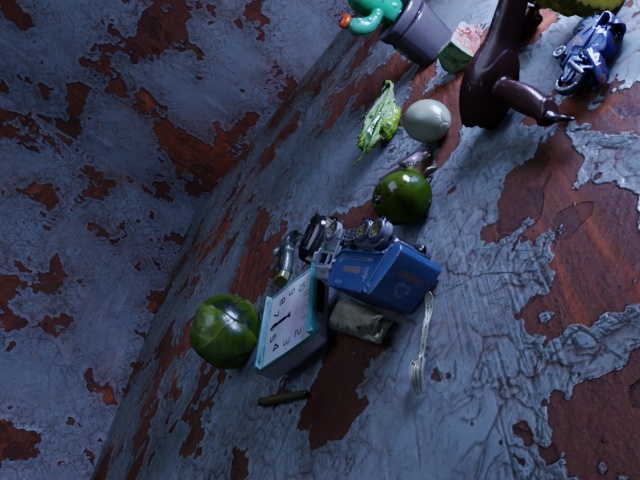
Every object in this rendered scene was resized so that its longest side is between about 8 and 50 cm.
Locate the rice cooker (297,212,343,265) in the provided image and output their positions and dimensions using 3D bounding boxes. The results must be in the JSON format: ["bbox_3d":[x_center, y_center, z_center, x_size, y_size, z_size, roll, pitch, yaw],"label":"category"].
[{"bbox_3d":[0.000,0.000,1.608,0.165,0.107,0.112,-70,19,-4],"label":"rice cooker"}]

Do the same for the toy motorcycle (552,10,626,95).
[{"bbox_3d":[0.526,-0.369,1.040,0.114,0.076,0.205,-4,57,56],"label":"toy motorcycle"}]

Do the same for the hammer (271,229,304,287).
[{"bbox_3d":[-0.122,0.061,1.870,0.159,0.041,0.226,-45,24,33],"label":"hammer"}]

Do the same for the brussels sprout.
[{"bbox_3d":[-0.299,0.279,1.723,0.210,0.220,0.271,-60,-1,18],"label":"brussels sprout"}]

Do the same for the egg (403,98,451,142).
[{"bbox_3d":[0.283,-0.316,1.419,0.114,0.114,0.152,-58,24,-2],"label":"egg"}]

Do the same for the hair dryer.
[{"bbox_3d":[0.418,-0.343,1.091,0.340,0.123,0.312,-118,35,-55],"label":"hair dryer"}]

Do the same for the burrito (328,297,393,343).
[{"bbox_3d":[0.092,0.183,1.207,0.226,0.060,0.086,7,73,66],"label":"burrito"}]

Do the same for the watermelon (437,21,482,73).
[{"bbox_3d":[0.410,-0.564,1.530,0.158,0.098,0.121,-49,23,9],"label":"watermelon"}]

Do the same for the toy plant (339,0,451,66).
[{"bbox_3d":[0.226,-0.732,1.732,0.279,0.400,0.185,-58,19,-2],"label":"toy plant"}]

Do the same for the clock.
[{"bbox_3d":[-0.058,0.220,1.432,0.231,0.116,0.262,-39,28,28],"label":"clock"}]

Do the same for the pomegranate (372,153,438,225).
[{"bbox_3d":[0.209,-0.127,1.302,0.191,0.131,0.152,-56,17,-18],"label":"pomegranate"}]

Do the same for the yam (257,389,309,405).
[{"bbox_3d":[-0.100,0.400,1.365,0.234,0.027,0.029,-30,44,49],"label":"yam"}]

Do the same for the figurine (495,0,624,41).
[{"bbox_3d":[0.507,-0.550,1.218,0.315,0.188,0.167,-170,74,-76],"label":"figurine"}]

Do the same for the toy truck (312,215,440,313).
[{"bbox_3d":[0.115,0.051,1.232,0.175,0.146,0.367,-65,22,-9],"label":"toy truck"}]

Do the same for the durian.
[{"bbox_3d":[0.190,-0.373,1.710,0.132,0.107,0.375,-25,37,50],"label":"durian"}]

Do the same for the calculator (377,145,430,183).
[{"bbox_3d":[0.226,-0.202,1.453,0.100,0.032,0.175,-41,8,-38],"label":"calculator"}]

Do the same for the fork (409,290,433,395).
[{"bbox_3d":[0.197,0.186,1.023,0.034,0.028,0.219,-39,28,47],"label":"fork"}]
